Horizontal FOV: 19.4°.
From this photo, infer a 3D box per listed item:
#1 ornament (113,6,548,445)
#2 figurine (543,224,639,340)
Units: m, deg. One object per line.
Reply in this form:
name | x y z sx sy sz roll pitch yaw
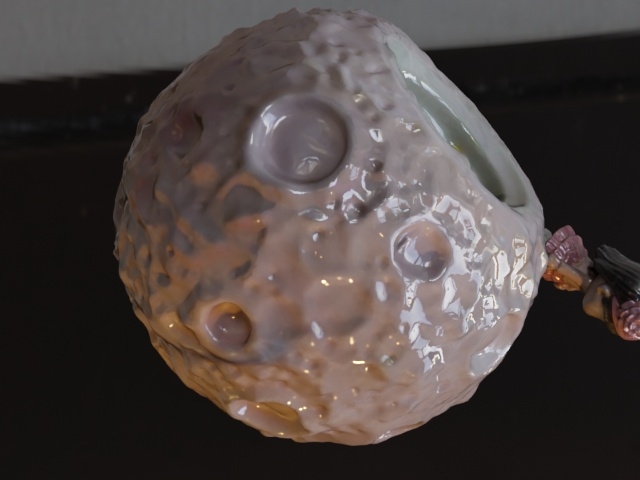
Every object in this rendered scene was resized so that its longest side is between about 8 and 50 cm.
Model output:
ornament | 0.000 0.000 1.105 0.225 0.259 0.259 -38 139 16
figurine | 0.198 0.025 1.357 0.054 0.129 0.072 -58 155 11
